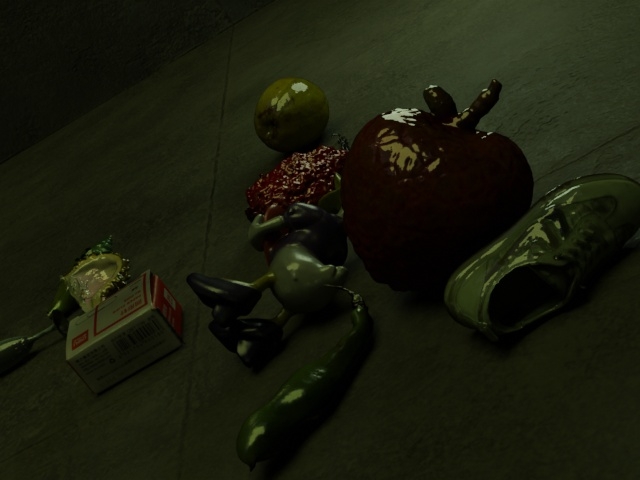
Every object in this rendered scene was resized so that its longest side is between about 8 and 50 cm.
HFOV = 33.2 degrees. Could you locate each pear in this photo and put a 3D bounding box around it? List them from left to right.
[{"bbox_3d":[-0.060,-0.253,2.163,0.149,0.148,0.162,-11,27,41],"label":"pear"}]

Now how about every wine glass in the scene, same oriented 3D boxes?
[{"bbox_3d":[-0.573,0.202,2.044,0.198,0.066,0.066,-29,24,10],"label":"wine glass"}]

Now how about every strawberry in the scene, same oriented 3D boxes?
[{"bbox_3d":[-0.032,-0.098,1.887,0.228,0.098,0.174,-36,25,-4],"label":"strawberry"}]

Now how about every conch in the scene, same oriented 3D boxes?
[{"bbox_3d":[-0.475,0.076,2.158,0.201,0.079,0.095,-46,7,-7],"label":"conch"}]

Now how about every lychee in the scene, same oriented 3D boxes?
[{"bbox_3d":[0.155,-0.073,1.420,0.255,0.300,0.255,10,27,-5],"label":"lychee"}]

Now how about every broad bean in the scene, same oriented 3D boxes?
[{"bbox_3d":[-0.013,0.177,1.384,0.098,0.056,0.318,5,41,28],"label":"broad bean"}]

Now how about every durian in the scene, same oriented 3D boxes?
[{"bbox_3d":[-0.411,0.103,2.023,0.140,0.078,0.224,-22,34,-4],"label":"durian"}]

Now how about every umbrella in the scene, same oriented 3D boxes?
[{"bbox_3d":[0.050,-0.179,2.045,0.022,0.022,0.149,-13,28,-12],"label":"umbrella"}]

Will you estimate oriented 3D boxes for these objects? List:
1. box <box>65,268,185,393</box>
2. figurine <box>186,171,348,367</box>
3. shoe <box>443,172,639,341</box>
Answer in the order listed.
[{"bbox_3d":[-0.324,0.150,1.780,0.182,0.099,0.133,-30,25,8],"label":"box"},{"bbox_3d":[-0.006,0.003,1.600,0.193,0.154,0.421,4,44,47],"label":"figurine"},{"bbox_3d":[0.278,0.023,1.274,0.275,0.103,0.098,-39,25,2],"label":"shoe"}]
